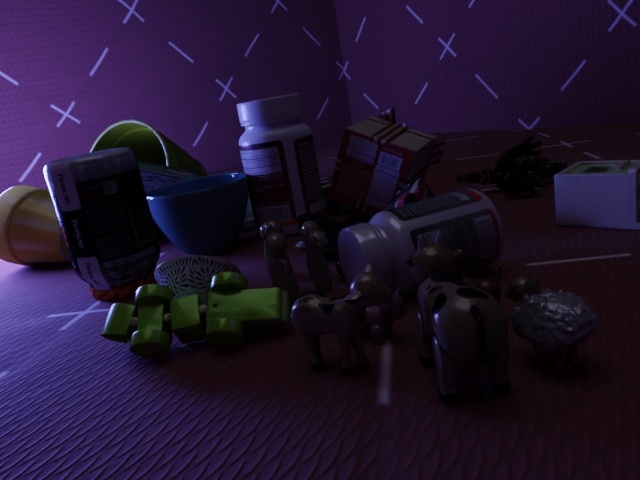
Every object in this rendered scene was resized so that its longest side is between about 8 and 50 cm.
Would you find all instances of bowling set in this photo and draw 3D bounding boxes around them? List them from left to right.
[{"bbox_3d":[-0.025,0.017,1.136,0.199,0.154,0.287,-13,16,-11],"label":"bowling set"}]

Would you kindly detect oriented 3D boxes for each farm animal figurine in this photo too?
[{"bbox_3d":[0.143,0.087,0.744,0.330,0.172,0.326,-15,16,-18],"label":"farm animal figurine"}]

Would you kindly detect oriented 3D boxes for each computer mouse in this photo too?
[{"bbox_3d":[0.000,0.000,1.372,0.184,0.060,0.262,-16,28,-37],"label":"computer mouse"}]

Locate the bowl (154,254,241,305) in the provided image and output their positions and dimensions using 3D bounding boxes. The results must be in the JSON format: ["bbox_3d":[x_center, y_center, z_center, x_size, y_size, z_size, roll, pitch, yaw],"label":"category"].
[{"bbox_3d":[-0.238,0.102,1.050,0.170,0.170,0.080,-8,59,5],"label":"bowl"}]

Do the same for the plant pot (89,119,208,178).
[{"bbox_3d":[-0.610,-0.229,2.033,0.366,0.367,0.353,-4,-4,22],"label":"plant pot"}]

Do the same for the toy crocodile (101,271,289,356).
[{"bbox_3d":[-0.220,0.137,0.948,0.340,0.105,0.115,-9,57,2],"label":"toy crocodile"}]

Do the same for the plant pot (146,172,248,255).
[{"bbox_3d":[-0.336,-0.068,1.557,0.290,0.196,0.290,-10,16,3],"label":"plant pot"}]

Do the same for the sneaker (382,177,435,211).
[{"bbox_3d":[0.232,-0.085,1.424,0.112,0.121,0.299,-27,-1,32],"label":"sneaker"}]

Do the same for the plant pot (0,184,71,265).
[{"bbox_3d":[-0.866,-0.033,1.714,0.238,0.254,0.254,11,21,16],"label":"plant pot"}]

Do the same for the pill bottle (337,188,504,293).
[{"bbox_3d":[0.186,0.008,1.025,0.283,0.161,0.161,-15,16,-18],"label":"pill bottle"}]

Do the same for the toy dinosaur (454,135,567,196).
[{"bbox_3d":[0.582,-0.197,1.630,0.321,0.164,0.218,-28,0,2],"label":"toy dinosaur"}]

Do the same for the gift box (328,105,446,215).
[{"bbox_3d":[0.203,-0.234,1.591,0.255,0.277,0.258,27,28,15],"label":"gift box"}]

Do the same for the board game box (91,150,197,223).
[{"bbox_3d":[-0.570,-0.155,1.720,0.317,0.214,0.046,10,39,-18],"label":"board game box"}]

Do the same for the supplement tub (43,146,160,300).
[{"bbox_3d":[-0.511,-0.041,1.301,0.207,0.338,0.207,-10,15,3],"label":"supplement tub"}]

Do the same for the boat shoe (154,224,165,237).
[{"bbox_3d":[-0.585,-0.032,1.798,0.068,0.081,0.227,-7,13,24],"label":"boat shoe"}]

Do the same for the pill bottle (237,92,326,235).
[{"bbox_3d":[-0.120,-0.226,1.617,0.223,0.393,0.224,-9,15,2],"label":"pill bottle"}]

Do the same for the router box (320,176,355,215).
[{"bbox_3d":[0.089,-0.171,1.875,0.308,0.081,0.242,-22,20,-38],"label":"router box"}]

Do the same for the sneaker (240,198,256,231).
[{"bbox_3d":[-0.283,-0.108,1.752,0.365,0.150,0.135,-17,18,-23],"label":"sneaker"}]

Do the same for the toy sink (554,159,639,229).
[{"bbox_3d":[0.667,-0.110,1.200,0.234,0.131,0.152,7,23,45],"label":"toy sink"}]
